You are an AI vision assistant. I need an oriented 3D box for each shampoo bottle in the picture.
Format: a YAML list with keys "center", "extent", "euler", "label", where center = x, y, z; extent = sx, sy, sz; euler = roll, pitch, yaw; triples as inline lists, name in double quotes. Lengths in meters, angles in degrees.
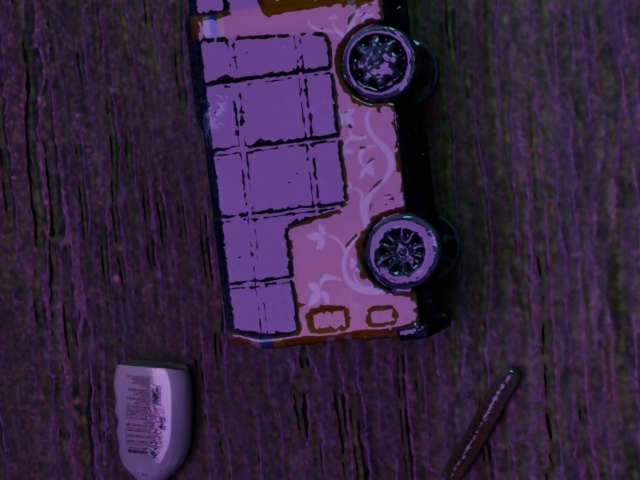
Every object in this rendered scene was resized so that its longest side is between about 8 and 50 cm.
- center: [-0.153, 0.188, 1.734]
  extent: [0.077, 0.045, 0.152]
  euler: [1, 93, 24]
  label: "shampoo bottle"

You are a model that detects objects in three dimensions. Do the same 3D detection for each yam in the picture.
- center: [0.137, 0.157, 1.605]
  extent: [0.021, 0.021, 0.116]
  euler: [35, 107, 19]
  label: "yam"

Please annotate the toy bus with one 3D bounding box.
- center: [0.003, -0.076, 1.555]
  extent: [0.194, 0.162, 0.324]
  euler: [-7, 90, 12]
  label: "toy bus"
